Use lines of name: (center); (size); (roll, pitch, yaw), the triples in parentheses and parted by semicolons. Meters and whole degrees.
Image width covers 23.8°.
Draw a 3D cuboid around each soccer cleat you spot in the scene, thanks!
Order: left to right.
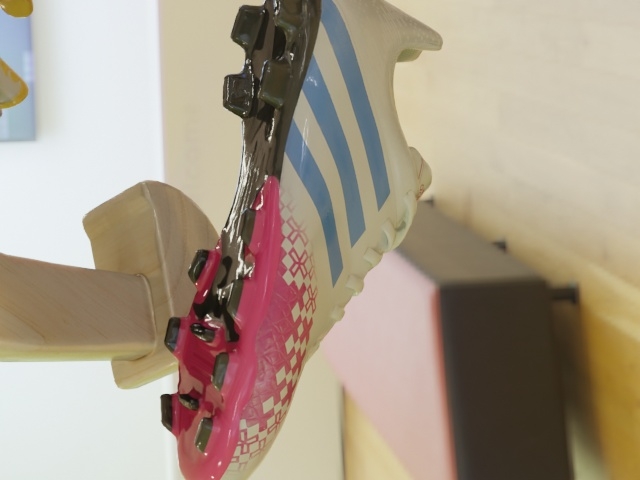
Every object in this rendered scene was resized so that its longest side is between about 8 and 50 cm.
soccer cleat: (0.000, 0.000, 0.944); (0.116, 0.143, 0.331); (3, 81, 64)

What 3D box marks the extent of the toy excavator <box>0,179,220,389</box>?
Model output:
toy excavator: (-0.299, -0.046, 0.911); (0.222, 0.433, 0.445); (-24, 96, 42)

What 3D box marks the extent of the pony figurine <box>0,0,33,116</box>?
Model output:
pony figurine: (-0.401, -0.268, 1.418); (0.351, 0.303, 0.363); (-78, -24, -51)
